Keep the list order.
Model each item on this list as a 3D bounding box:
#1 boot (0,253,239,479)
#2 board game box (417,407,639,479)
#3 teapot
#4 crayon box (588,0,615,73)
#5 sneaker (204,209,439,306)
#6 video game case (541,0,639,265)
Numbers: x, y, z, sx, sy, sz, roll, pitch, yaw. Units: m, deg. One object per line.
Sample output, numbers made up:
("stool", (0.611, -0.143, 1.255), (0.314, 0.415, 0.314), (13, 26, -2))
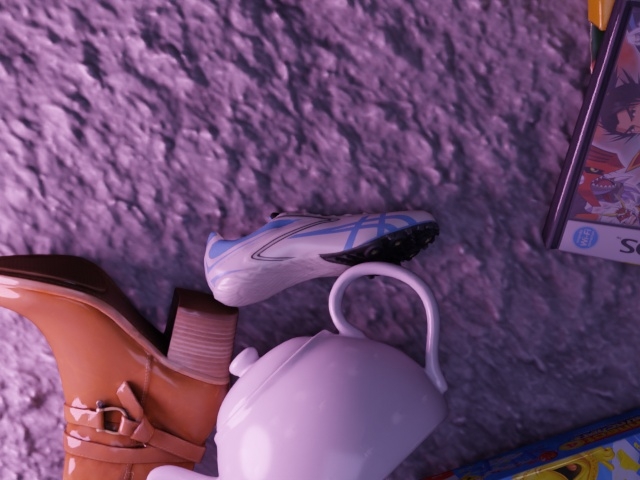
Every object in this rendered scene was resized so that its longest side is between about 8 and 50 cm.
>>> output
("boot", (-0.234, 0.138, 1.891), (0.283, 0.109, 0.220), (13, 106, -10))
("board game box", (0.284, 0.347, 1.896), (0.302, 0.086, 0.308), (-18, 98, -6))
("teapot", (-0.009, 0.173, 1.829), (0.187, 0.256, 0.252), (46, 140, 6))
("crayon box", (0.359, -0.315, 1.793), (0.202, 0.081, 0.318), (-3, 102, 0))
("sneaker", (0.000, 0.000, 1.865), (0.237, 0.085, 0.086), (-13, 64, -6))
("video game case", (0.370, -0.092, 1.818), (0.248, 0.035, 0.275), (11, 118, -6))
